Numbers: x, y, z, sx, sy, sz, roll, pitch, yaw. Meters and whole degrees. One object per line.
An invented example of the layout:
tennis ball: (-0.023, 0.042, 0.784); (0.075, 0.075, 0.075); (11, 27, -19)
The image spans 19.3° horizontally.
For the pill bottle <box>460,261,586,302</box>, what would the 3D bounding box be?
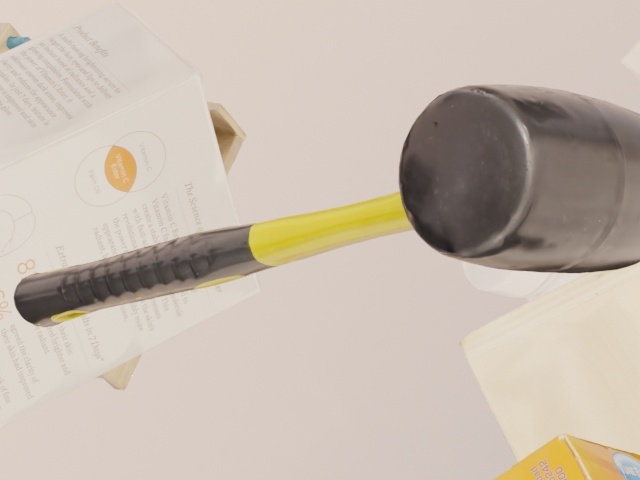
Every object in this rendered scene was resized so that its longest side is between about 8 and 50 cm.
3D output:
pill bottle: (0.198, 0.007, 1.129); (0.216, 0.121, 0.121); (13, -47, -24)

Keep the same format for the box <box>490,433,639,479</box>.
box: (0.020, 0.090, 0.405); (0.136, 0.028, 0.081); (-35, -27, 21)

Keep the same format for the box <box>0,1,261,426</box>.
box: (-0.132, -0.008, 0.862); (0.170, 0.091, 0.130); (-27, -51, -17)

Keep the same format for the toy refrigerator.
toy refrigerator: (0.137, 0.122, 0.748); (0.094, 0.102, 0.269); (-26, -35, 2)

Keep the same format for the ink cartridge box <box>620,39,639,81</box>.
ink cartridge box: (0.237, -0.066, 0.930); (0.090, 0.143, 0.092); (-46, 15, 7)

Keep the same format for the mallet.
mallet: (0.000, 0.000, 0.453); (0.062, 0.039, 0.189); (2, -11, -41)

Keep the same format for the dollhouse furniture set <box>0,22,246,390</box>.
dollhouse furniture set: (-0.260, -0.064, 1.504); (0.303, 0.198, 0.286); (51, -126, -44)
